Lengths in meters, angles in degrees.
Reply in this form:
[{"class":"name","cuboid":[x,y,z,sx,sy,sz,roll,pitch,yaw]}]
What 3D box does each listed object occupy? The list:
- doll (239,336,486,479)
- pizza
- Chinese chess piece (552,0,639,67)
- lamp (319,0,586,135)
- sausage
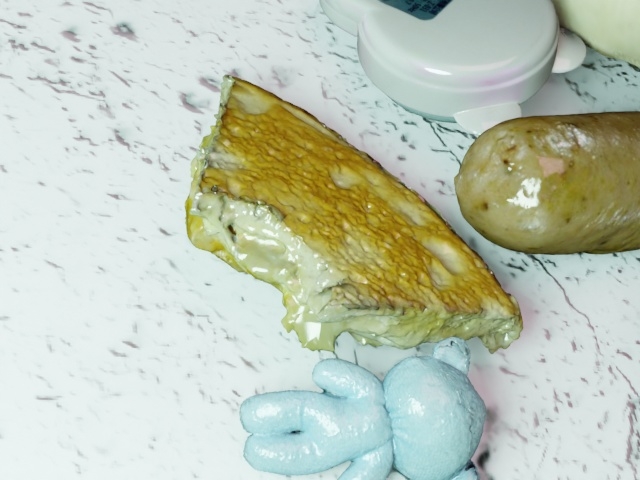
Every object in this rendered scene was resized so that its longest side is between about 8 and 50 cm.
[{"class":"doll","cuboid":[0.033,0.135,1.036,0.179,0.075,0.120,-4,93,2]},{"class":"pizza","cuboid":[0.000,0.000,1.090,0.323,0.089,0.223,40,33,13]},{"class":"Chinese chess piece","cuboid":[0.362,-0.269,1.340,0.338,0.140,0.338,8,32,-5]},{"class":"lamp","cuboid":[0.104,-0.189,1.267,0.246,0.108,0.179,36,55,19]},{"class":"sausage","cuboid":[0.340,-0.061,1.234,0.500,0.136,0.123,-5,71,-23]}]
